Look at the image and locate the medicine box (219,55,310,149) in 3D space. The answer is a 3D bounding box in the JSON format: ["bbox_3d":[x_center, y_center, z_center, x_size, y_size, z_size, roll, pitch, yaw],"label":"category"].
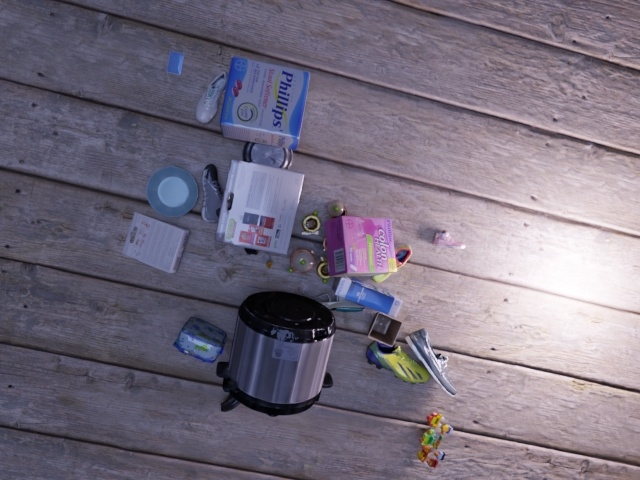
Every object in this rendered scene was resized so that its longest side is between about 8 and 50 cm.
[{"bbox_3d":[-0.204,-0.506,1.751,0.290,0.149,0.263,9,83,-5],"label":"medicine box"}]

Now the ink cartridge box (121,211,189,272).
[{"bbox_3d":[-0.646,0.007,1.843,0.225,0.056,0.180,20,93,12],"label":"ink cartridge box"}]

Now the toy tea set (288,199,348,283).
[{"bbox_3d":[0.000,0.000,1.847,0.200,0.124,0.335,13,94,-6],"label":"toy tea set"}]

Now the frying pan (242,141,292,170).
[{"bbox_3d":[-0.225,-0.395,1.836,0.198,0.053,0.325,-17,99,-5],"label":"frying pan"}]

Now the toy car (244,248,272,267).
[{"bbox_3d":[-0.247,0.060,1.886,0.122,0.060,0.040,51,45,-23],"label":"toy car"}]

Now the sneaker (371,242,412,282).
[{"bbox_3d":[0.287,0.090,1.894,0.081,0.094,0.208,43,92,-8],"label":"sneaker"}]

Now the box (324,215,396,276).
[{"bbox_3d":[0.154,0.026,1.793,0.243,0.117,0.213,2,78,-34],"label":"box"}]

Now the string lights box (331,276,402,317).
[{"bbox_3d":[0.181,0.216,1.876,0.260,0.133,0.076,22,94,-7],"label":"string lights box"}]

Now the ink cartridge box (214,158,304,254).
[{"bbox_3d":[-0.232,-0.128,1.734,0.272,0.130,0.308,11,96,-17],"label":"ink cartridge box"}]

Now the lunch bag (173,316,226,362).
[{"bbox_3d":[-0.451,0.381,1.796,0.176,0.219,0.090,26,93,-7],"label":"lunch bag"}]

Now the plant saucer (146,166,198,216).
[{"bbox_3d":[-0.573,-0.189,1.827,0.195,0.037,0.194,0,96,-5],"label":"plant saucer"}]

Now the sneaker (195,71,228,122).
[{"bbox_3d":[-0.414,-0.548,1.780,0.080,0.094,0.212,28,92,-8],"label":"sneaker"}]

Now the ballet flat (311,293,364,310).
[{"bbox_3d":[0.052,0.254,1.902,0.249,0.086,0.086,-5,95,-3],"label":"ballet flat"}]

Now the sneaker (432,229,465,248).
[{"bbox_3d":[0.532,-0.006,1.927,0.135,0.051,0.070,6,100,-1],"label":"sneaker"}]

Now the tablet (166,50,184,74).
[{"bbox_3d":[-0.556,-0.680,1.801,0.054,0.006,0.083,11,93,-5],"label":"tablet"}]

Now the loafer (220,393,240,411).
[{"bbox_3d":[-0.323,0.604,1.905,0.220,0.080,0.078,-39,87,-6],"label":"loafer"}]

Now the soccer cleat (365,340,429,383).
[{"bbox_3d":[0.328,0.495,1.929,0.290,0.093,0.121,24,105,-4],"label":"soccer cleat"}]

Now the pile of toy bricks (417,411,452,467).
[{"bbox_3d":[0.455,0.831,1.954,0.105,0.118,0.212,25,92,-26],"label":"pile of toy bricks"}]

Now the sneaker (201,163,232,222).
[{"bbox_3d":[-0.381,-0.175,1.803,0.132,0.086,0.228,10,105,21],"label":"sneaker"}]

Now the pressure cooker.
[{"bbox_3d":[-0.158,0.436,1.736,0.370,0.376,0.419,20,106,30],"label":"pressure cooker"}]

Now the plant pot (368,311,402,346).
[{"bbox_3d":[0.254,0.351,1.913,0.109,0.096,0.109,23,92,-6],"label":"plant pot"}]

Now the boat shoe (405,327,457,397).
[{"bbox_3d":[0.478,0.503,1.937,0.099,0.116,0.319,-37,92,3],"label":"boat shoe"}]
